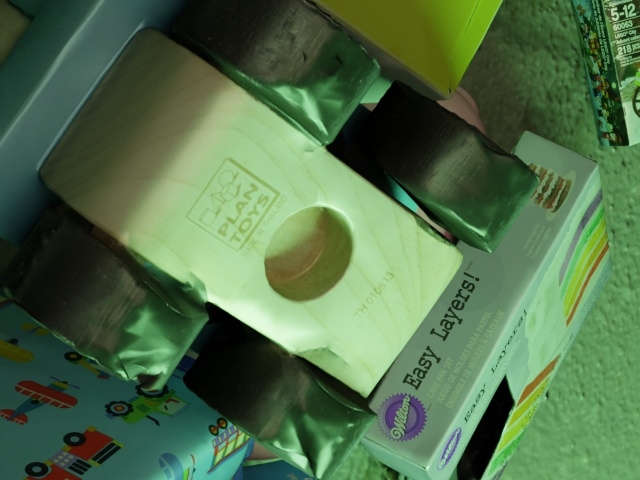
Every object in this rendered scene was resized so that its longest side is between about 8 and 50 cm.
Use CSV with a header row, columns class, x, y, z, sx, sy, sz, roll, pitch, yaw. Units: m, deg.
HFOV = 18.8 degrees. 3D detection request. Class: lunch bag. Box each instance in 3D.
class,x,y,z,sx,sy,sz,roll,pitch,yaw
lunch bag,-0.218,0.119,1.212,0.221,0.293,0.138,-35,148,-49

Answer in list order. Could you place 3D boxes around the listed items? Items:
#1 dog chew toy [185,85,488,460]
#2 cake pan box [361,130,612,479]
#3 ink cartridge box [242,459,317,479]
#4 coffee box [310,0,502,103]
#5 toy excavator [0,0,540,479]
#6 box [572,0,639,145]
class,x,y,z,sx,sy,sz,roll,pitch,yaw
dog chew toy,0.000,0.000,1.383,0.332,0.207,0.206,-45,112,-26
cake pan box,0.126,0.081,1.436,0.266,0.070,0.245,-59,159,-13
ink cartridge box,-0.133,0.307,1.258,0.395,0.285,0.166,-6,120,-27
coffee box,-0.045,-0.315,1.256,0.338,0.334,0.338,33,78,-26
toy excavator,-0.159,-0.096,1.165,0.433,0.445,0.222,34,89,-38
box,0.323,-0.183,1.622,0.233,0.044,0.159,-18,101,-26
